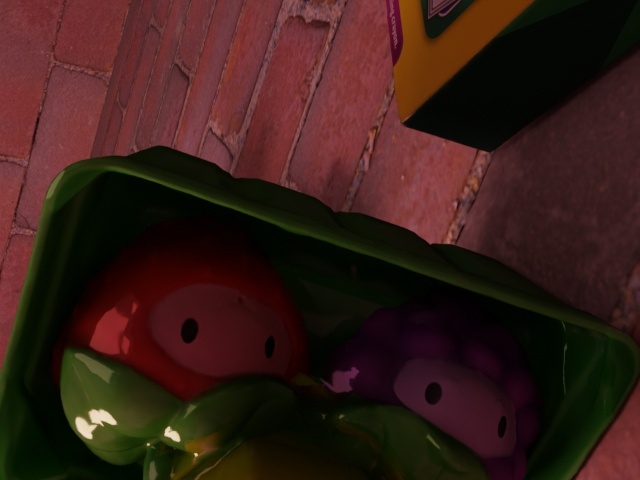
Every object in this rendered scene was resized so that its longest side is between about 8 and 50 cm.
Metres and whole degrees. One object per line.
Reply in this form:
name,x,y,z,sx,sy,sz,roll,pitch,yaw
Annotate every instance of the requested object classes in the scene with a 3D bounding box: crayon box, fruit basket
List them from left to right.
fruit basket,-0.013,0.135,0.462,0.283,0.392,0.392,-67,28,22
crayon box,0.170,-0.302,0.576,0.313,0.106,0.363,-38,47,52
